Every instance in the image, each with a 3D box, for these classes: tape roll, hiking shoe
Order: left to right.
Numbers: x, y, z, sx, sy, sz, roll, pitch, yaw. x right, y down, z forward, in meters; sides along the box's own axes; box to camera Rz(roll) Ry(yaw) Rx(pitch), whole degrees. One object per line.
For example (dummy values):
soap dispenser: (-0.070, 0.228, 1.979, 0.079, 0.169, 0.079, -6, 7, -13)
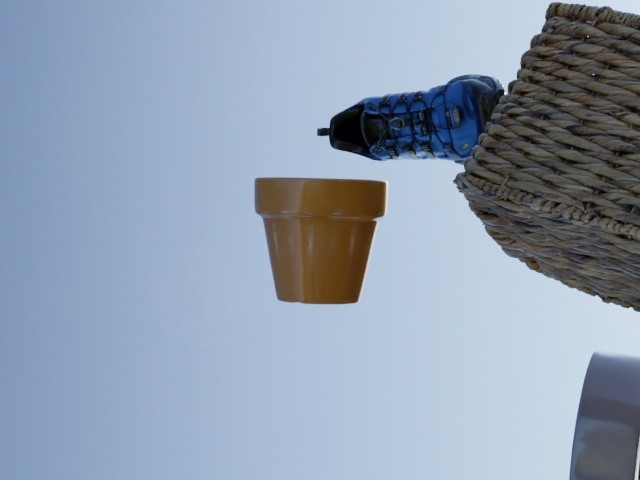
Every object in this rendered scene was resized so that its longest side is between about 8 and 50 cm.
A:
hiking shoe: (0.122, -0.140, 1.591, 0.132, 0.304, 0.113, -14, -86, -27)
tape roll: (0.346, 0.242, 1.469, 0.219, 0.072, 0.219, 7, -90, -70)

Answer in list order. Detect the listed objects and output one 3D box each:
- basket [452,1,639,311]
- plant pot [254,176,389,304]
basket: (0.321, -0.062, 1.178, 0.223, 0.299, 0.213, -60, -39, -13)
plant pot: (0.000, 0.000, 1.905, 0.205, 0.205, 0.187, -1, -87, -59)
